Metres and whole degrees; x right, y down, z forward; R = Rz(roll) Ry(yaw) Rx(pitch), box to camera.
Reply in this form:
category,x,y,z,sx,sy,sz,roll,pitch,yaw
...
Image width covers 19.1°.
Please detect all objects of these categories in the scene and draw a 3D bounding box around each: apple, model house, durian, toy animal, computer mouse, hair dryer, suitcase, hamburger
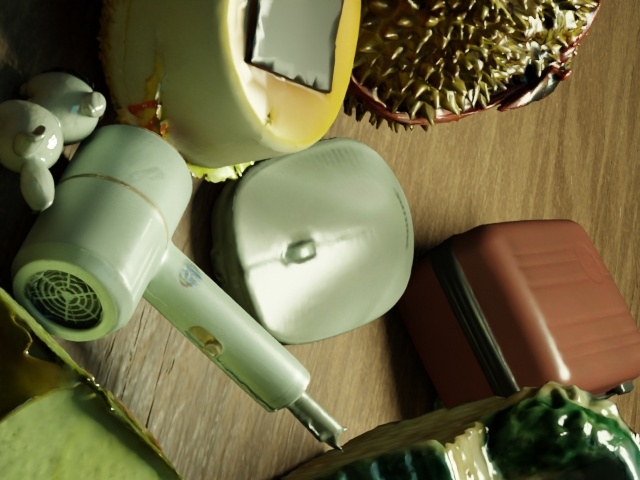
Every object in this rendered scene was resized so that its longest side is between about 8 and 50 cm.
category,x,y,z,sx,sy,sz,roll,pitch,yaw
apple,-0.195,0.166,1.442,0.346,0.179,0.254,53,39,-49
model house,0.116,0.393,1.715,0.400,0.395,0.445,-16,91,-58
durian,0.119,-0.265,1.925,0.348,0.384,0.347,5,73,-17
toy animal,-0.230,-0.087,1.561,0.124,0.085,0.071,-47,140,-47
computer mouse,0.005,-0.001,1.921,0.331,0.095,0.197,-22,97,-59
hair dryer,-0.096,0.075,1.621,0.357,0.108,0.173,43,43,-20
suitcase,0.231,0.095,2.163,0.297,0.161,0.236,-5,67,-59
hamburger,-0.087,-0.200,1.705,0.276,0.179,0.294,7,91,-63

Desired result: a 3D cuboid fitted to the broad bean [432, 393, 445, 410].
category,x,y,z,sx,sy,sz,roll,pitch,yaw
broad bean,0.196,0.211,2.229,0.254,0.046,0.065,34,67,-53
